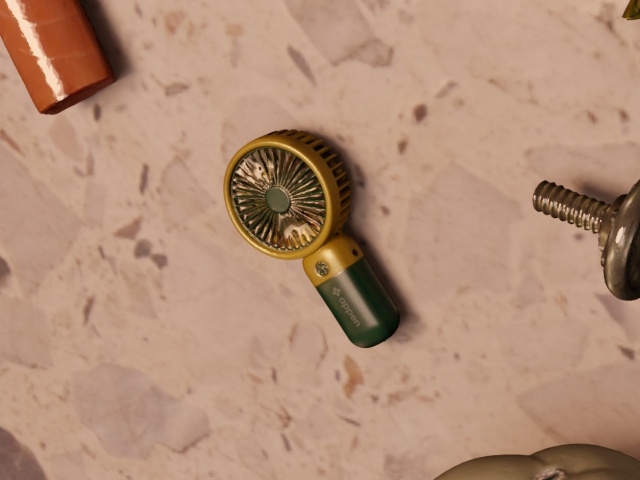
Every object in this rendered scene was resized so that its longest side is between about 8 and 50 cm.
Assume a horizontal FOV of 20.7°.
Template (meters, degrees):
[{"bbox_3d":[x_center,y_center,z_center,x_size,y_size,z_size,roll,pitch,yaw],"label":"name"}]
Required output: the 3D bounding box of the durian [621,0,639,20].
[{"bbox_3d":[0.263,-0.148,0.888,0.355,0.157,0.169,32,86,18],"label":"durian"}]

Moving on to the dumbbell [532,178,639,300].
[{"bbox_3d":[0.229,0.015,0.957,0.254,0.110,0.110,24,119,30],"label":"dumbbell"}]

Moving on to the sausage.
[{"bbox_3d":[-0.199,-0.171,1.174,0.065,0.065,0.169,-26,92,36],"label":"sausage"}]

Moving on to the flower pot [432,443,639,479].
[{"bbox_3d":[0.138,0.238,1.009,0.195,0.246,0.246,-35,88,36],"label":"flower pot"}]

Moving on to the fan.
[{"bbox_3d":[0.000,0.000,1.125,0.082,0.039,0.155,-30,92,35],"label":"fan"}]
